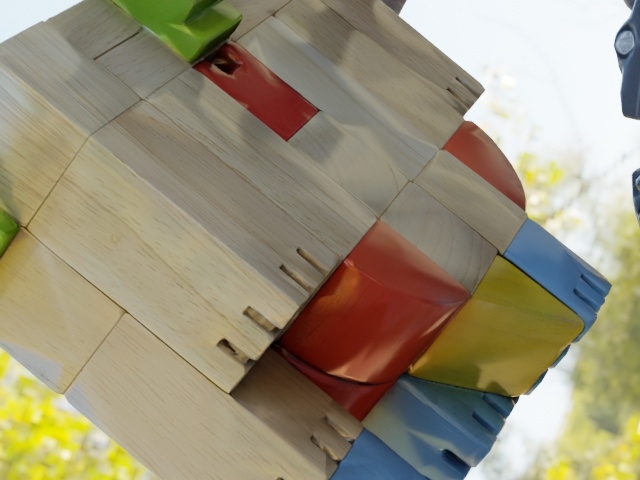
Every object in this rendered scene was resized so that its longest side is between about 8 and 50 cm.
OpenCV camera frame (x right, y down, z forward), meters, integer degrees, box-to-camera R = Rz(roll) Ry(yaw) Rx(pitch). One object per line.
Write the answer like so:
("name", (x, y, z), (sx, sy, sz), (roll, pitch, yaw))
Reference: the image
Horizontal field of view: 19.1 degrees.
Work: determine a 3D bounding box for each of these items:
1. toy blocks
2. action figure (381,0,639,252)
("toy blocks", (0.000, 0.000, 0.810), (0.191, 0.261, 0.381), (-51, -1, 27))
("action figure", (0.094, -0.153, 0.822), (0.178, 0.330, 0.341), (1, -88, -36))
